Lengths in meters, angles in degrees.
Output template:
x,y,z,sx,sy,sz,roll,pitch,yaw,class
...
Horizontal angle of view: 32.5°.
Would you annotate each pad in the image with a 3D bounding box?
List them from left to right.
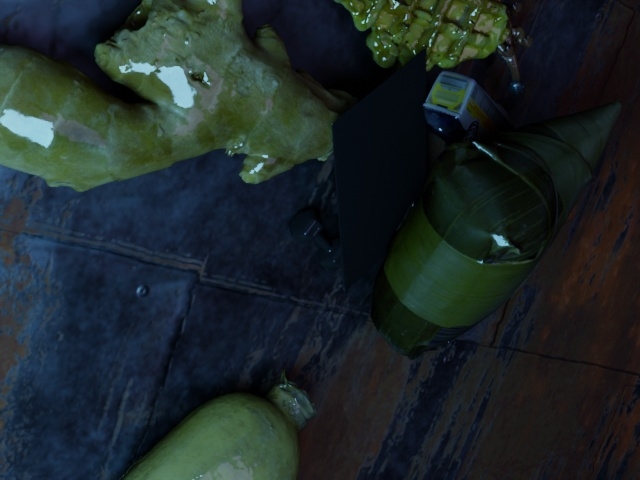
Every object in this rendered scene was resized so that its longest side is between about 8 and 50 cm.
x,y,z,sx,sy,sz,roll,pitch,yaw,class
0.070,-0.074,1.231,0.170,0.006,0.245,-43,145,-33,pad

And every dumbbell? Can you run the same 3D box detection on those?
x,y,z,sx,sy,sz,roll,pitch,yaw,class
0.000,0.000,1.254,0.083,0.040,0.036,44,50,-39,dumbbell

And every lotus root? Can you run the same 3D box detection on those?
x,y,z,sx,sy,sz,roll,pitch,yaw,class
-0.123,0.267,1.211,0.303,0.131,0.146,-38,128,-18,lotus root

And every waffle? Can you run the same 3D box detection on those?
x,y,z,sx,sy,sz,roll,pitch,yaw,class
0.136,-0.309,1.190,0.291,0.051,0.291,-10,119,-19,waffle

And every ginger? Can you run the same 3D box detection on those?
x,y,z,sx,sy,sz,roll,pitch,yaw,class
-0.126,-0.140,1.054,0.348,0.122,0.363,49,67,-29,ginger

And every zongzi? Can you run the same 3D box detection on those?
x,y,z,sx,sy,sz,roll,pitch,yaw,class
0.216,-0.017,1.308,0.317,0.154,0.289,-29,160,-36,zongzi

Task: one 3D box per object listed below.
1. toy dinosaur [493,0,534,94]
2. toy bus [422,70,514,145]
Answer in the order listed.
x,y,z,sx,sy,sz,roll,pitch,yaw,class
0.216,-0.242,1.302,0.049,0.055,0.154,-32,116,-25,toy dinosaur
0.177,-0.139,1.286,0.172,0.057,0.072,26,88,-60,toy bus
